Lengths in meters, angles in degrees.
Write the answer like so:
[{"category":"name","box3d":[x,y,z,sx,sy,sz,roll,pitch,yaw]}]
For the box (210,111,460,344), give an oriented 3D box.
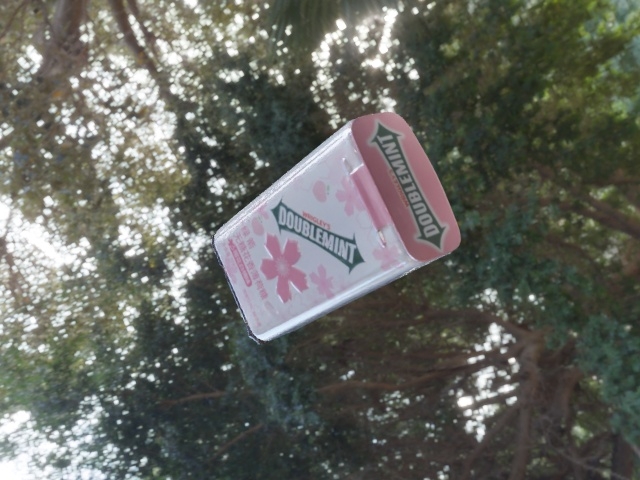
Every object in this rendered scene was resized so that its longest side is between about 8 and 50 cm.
[{"category":"box","box3d":[0.000,0.000,0.953,0.112,0.369,0.190,-17,-99,-39]}]
